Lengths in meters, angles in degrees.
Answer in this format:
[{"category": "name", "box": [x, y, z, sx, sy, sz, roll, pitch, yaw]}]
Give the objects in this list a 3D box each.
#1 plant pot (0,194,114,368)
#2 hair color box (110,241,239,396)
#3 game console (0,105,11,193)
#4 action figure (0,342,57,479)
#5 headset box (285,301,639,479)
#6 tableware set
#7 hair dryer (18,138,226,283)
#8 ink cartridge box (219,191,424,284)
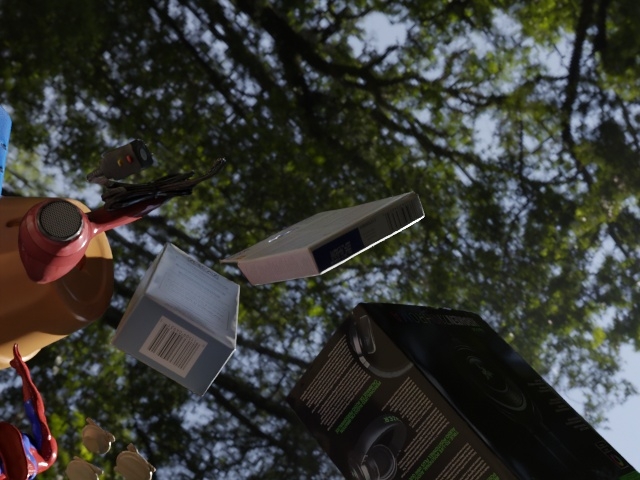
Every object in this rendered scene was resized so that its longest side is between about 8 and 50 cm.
[{"category": "plant pot", "box": [-0.467, 0.051, 1.248, 0.203, 0.291, 0.291, -12, -139, 14]}, {"category": "hair color box", "box": [-0.264, 0.136, 1.502, 0.114, 0.185, 0.374, -55, -168, 9]}, {"category": "game console", "box": [-0.563, -0.151, 1.022, 0.250, 0.173, 0.293, -12, -144, -9]}, {"category": "action figure", "box": [-0.299, 0.163, 0.702, 0.091, 0.139, 0.280, -25, 172, -18]}, {"category": "headset box", "box": [0.152, 0.204, 0.746, 0.283, 0.246, 0.131, 48, -68, 33]}, {"category": "tableware set", "box": [-0.344, 0.374, 1.278, 0.169, 0.141, 0.020, -63, 171, 31]}, {"category": "hair dryer", "box": [-0.264, -0.018, 0.969, 0.293, 0.223, 0.080, -28, -103, 18]}, {"category": "ink cartridge box", "box": [0.000, 0.000, 1.141, 0.223, 0.045, 0.224, -28, -169, -37]}]
